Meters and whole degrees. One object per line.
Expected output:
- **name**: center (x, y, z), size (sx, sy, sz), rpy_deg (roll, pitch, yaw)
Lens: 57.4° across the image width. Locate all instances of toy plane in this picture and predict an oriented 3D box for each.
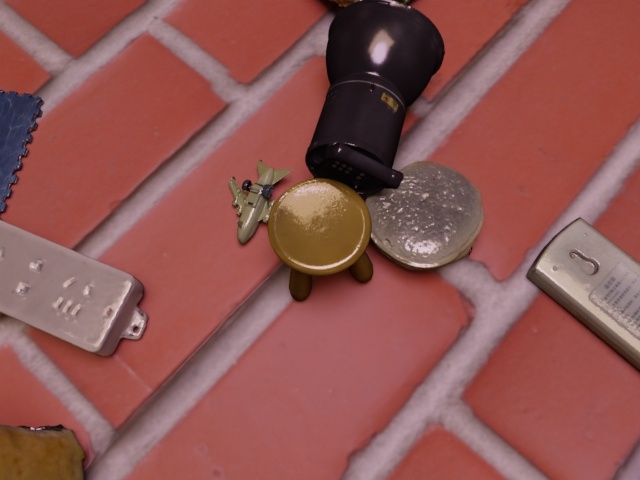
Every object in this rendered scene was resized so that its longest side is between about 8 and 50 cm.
- **toy plane**: center (-0.079, -0.048, 0.724), size (0.102, 0.040, 0.111), rpy_deg (15, 69, 27)

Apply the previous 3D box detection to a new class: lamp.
- **lamp**: center (0.047, -0.144, 0.690), size (0.147, 0.172, 0.227), rpy_deg (25, 65, -16)

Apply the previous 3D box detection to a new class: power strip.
- **power strip**: center (-0.363, 0.036, 0.689), size (0.338, 0.058, 0.098), rpy_deg (21, 74, 7)

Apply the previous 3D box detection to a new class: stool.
- **stool**: center (0.000, 0.000, 0.667), size (0.134, 0.110, 0.135), rpy_deg (26, 75, 12)

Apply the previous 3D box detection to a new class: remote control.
- **remote control**: center (0.354, 0.078, 0.664), size (0.233, 0.038, 0.098), rpy_deg (43, 77, 16)

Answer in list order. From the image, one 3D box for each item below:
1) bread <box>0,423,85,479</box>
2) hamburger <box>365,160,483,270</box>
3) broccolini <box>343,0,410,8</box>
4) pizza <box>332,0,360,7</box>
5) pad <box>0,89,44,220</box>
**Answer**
- **bread**: center (-0.442, 0.284, 0.509), size (0.395, 0.264, 0.239), rpy_deg (-18, 67, -3)
- **hamburger**: center (0.124, -0.028, 0.698), size (0.140, 0.062, 0.133), rpy_deg (-40, 71, -9)
- **broccolini**: center (0.138, -0.352, 0.825), size (0.239, 0.051, 0.054), rpy_deg (-27, 115, -12)
- **pizza**: center (0.045, -0.397, 0.804), size (0.197, 0.058, 0.292), rpy_deg (1, 52, 24)
- **pad**: center (-0.527, -0.093, 0.773), size (0.269, 0.012, 0.269), rpy_deg (7, 71, 4)
